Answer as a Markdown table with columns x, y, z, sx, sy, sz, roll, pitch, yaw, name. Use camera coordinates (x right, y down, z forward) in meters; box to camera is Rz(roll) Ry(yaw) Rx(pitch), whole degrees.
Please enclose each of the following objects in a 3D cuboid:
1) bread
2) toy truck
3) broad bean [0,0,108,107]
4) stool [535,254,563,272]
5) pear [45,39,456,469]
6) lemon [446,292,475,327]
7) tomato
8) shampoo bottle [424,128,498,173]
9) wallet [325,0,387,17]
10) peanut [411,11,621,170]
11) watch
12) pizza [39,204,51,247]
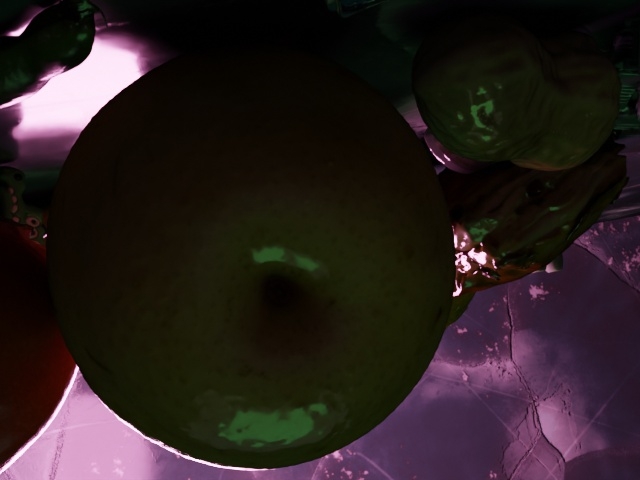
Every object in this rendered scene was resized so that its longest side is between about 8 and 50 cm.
| x | y | z | sx | sy | sz | roll | pitch | yaw | name |
| --- | --- | --- | --- | --- | --- | --- | --- | --- | --- |
| 0.259 | -0.042 | 1.535 | 0.277 | 0.167 | 0.324 | -38 | -171 | -17 | bread |
| 0.388 | -0.166 | 1.228 | 0.184 | 0.133 | 0.338 | 6 | -179 | 13 | toy truck |
| -0.236 | -0.120 | 0.830 | 0.254 | 0.046 | 0.065 | -18 | 165 | 33 | broad bean |
| 0.325 | -0.020 | 2.120 | 0.195 | 0.199 | 0.195 | -12 | 175 | 23 | stool |
| -0.056 | 0.009 | 0.950 | 0.348 | 0.348 | 0.348 | -12 | 174 | -1 | pear |
| 0.108 | 0.022 | 1.812 | 0.322 | 0.268 | 0.268 | 7 | 169 | -14 | lemon |
| -0.379 | 0.078 | 0.987 | 0.341 | 0.273 | 0.341 | 21 | 172 | 3 | tomato |
| 0.216 | -0.139 | 1.369 | 0.086 | 0.056 | 0.227 | 37 | 155 | -17 | shampoo bottle |
| 0.094 | -0.199 | 0.686 | 0.202 | 0.059 | 0.141 | -14 | 167 | 0 | wallet |
| 0.185 | -0.138 | 1.077 | 0.149 | 0.149 | 0.313 | -17 | 168 | 38 | peanut |
| -0.393 | -0.008 | 1.240 | 0.165 | 0.131 | 0.152 | -9 | -177 | -34 | watch |
| -0.396 | 0.035 | 1.587 | 0.440 | 0.130 | 0.406 | -23 | 173 | 6 | pizza |
